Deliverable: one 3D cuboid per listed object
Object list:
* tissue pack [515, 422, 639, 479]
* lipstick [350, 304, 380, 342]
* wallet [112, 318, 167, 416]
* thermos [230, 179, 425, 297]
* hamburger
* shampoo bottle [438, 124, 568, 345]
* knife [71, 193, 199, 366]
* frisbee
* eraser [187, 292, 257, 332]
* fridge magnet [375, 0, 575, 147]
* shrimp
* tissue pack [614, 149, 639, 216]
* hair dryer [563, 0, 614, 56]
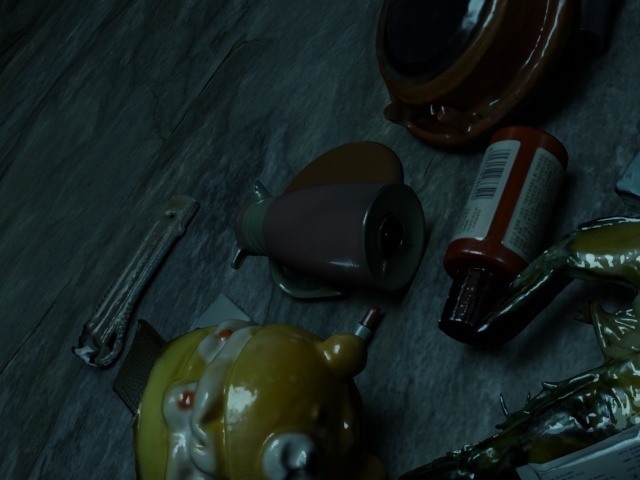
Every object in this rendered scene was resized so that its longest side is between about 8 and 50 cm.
[{"bbox_3d":[0.291,0.230,0.788,0.193,0.026,0.122,-29,83,22],"label":"tissue pack"},{"bbox_3d":[0.044,0.139,1.145,0.030,0.030,0.129,17,68,49],"label":"lipstick"},{"bbox_3d":[-0.239,0.225,1.300,0.243,0.039,0.132,31,102,53],"label":"wallet"},{"bbox_3d":[0.000,0.000,1.217,0.265,0.176,0.146,3,18,40],"label":"thermos"},{"bbox_3d":[-0.055,0.224,0.992,0.237,0.276,0.276,-7,51,25],"label":"hamburger"},{"bbox_3d":[0.216,-0.004,1.057,0.104,0.104,0.278,1,57,43],"label":"shampoo bottle"},{"bbox_3d":[-0.320,0.066,1.539,0.089,0.043,0.365,21,65,15],"label":"knife"},{"bbox_3d":[0.018,-0.059,1.358,0.251,0.021,0.250,-26,42,25],"label":"frisbee"},{"bbox_3d":[-0.171,0.160,1.329,0.150,0.023,0.104,-49,38,-5],"label":"eraser"},{"bbox_3d":[0.210,-0.314,1.249,0.364,0.155,0.363,-26,57,50],"label":"fridge magnet"},{"bbox_3d":[0.245,0.133,0.901,0.445,0.085,0.272,-36,49,16],"label":"shrimp"},{"bbox_3d":[0.472,-0.109,0.939,0.257,0.081,0.185,-51,39,-9],"label":"tissue pack"},{"bbox_3d":[0.316,-0.390,1.348,0.361,0.121,0.301,-11,57,48],"label":"hair dryer"}]
